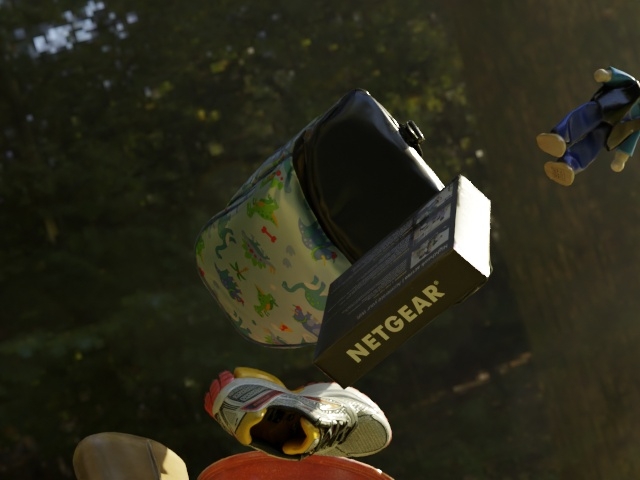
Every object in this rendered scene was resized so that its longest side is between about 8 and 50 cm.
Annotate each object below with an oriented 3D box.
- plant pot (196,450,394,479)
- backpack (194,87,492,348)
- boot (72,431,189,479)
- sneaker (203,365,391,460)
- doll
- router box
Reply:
[{"bbox_3d":[-0.033,0.432,1.608,0.272,0.265,0.272,4,-35,2],"label":"plant pot"},{"bbox_3d":[0.000,0.000,1.687,0.273,0.290,0.355,-40,11,-16],"label":"backpack"},{"bbox_3d":[-0.143,0.299,1.447,0.236,0.089,0.269,19,8,-18],"label":"boot"},{"bbox_3d":[-0.016,0.206,1.439,0.225,0.088,0.093,13,20,-33],"label":"sneaker"},{"bbox_3d":[0.332,-0.134,1.541,0.189,0.129,0.046,-35,29,-26],"label":"doll"},{"bbox_3d":[0.074,0.037,1.199,0.179,0.046,0.133,-41,17,27],"label":"router box"}]
